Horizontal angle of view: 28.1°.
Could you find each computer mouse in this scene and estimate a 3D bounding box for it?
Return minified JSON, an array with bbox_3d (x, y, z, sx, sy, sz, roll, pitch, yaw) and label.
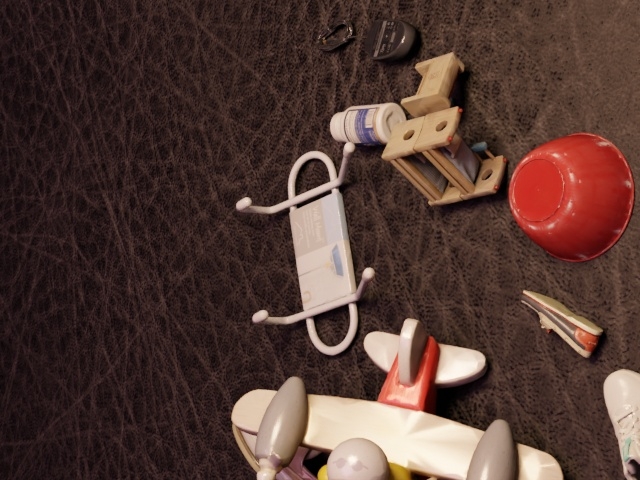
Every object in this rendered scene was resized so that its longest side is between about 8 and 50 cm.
[{"bbox_3d":[0.078,-0.326,2.092,0.242,0.041,0.071,15,87,53],"label":"computer mouse"}]

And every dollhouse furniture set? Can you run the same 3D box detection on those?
[{"bbox_3d":[0.202,-0.170,1.902,0.129,0.129,0.184,-11,47,44],"label":"dollhouse furniture set"}]

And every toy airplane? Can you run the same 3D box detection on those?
[{"bbox_3d":[0.097,0.297,1.812,0.386,0.272,0.384,-37,71,15],"label":"toy airplane"}]

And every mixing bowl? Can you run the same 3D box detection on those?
[{"bbox_3d":[0.326,-0.063,1.752,0.181,0.098,0.182,-7,81,46],"label":"mixing bowl"}]

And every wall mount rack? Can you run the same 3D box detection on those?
[{"bbox_3d":[0.000,0.000,2.057,0.304,0.130,0.350,-23,70,42],"label":"wall mount rack"}]

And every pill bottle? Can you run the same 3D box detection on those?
[{"bbox_3d":[0.074,-0.184,2.048,0.120,0.067,0.067,1,86,46],"label":"pill bottle"}]

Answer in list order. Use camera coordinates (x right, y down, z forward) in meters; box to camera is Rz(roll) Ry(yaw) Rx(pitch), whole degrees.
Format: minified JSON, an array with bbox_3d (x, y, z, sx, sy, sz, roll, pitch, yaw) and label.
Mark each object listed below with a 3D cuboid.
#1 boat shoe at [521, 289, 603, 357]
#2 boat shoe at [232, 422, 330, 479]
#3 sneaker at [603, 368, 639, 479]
[{"bbox_3d":[0.328,0.112,1.766,0.137,0.049,0.043,34,111,38],"label":"boat shoe"},{"bbox_3d":[-0.021,0.364,2.056,0.302,0.113,0.103,45,116,28],"label":"boat shoe"},{"bbox_3d":[0.408,0.260,1.627,0.080,0.094,0.212,-42,57,36],"label":"sneaker"}]
